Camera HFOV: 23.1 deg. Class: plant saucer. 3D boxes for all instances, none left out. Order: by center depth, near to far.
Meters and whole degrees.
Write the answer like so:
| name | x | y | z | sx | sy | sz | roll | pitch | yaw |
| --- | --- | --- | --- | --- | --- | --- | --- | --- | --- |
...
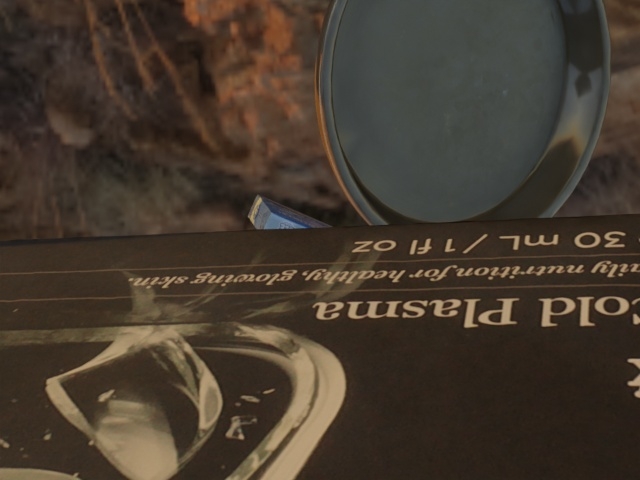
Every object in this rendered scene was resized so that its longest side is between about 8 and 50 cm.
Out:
| name | x | y | z | sx | sy | sz | roll | pitch | yaw |
| --- | --- | --- | --- | --- | --- | --- | --- | --- | --- |
| plant saucer | 0.105 | -0.123 | 1.164 | 0.278 | 0.278 | 0.041 | 29 | 171 | -34 |

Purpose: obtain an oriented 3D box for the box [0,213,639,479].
| name | x | y | z | sx | sy | sz | roll | pitch | yaw |
| --- | --- | --- | --- | --- | --- | --- | --- | --- | --- |
| box | -0.052 | 0.230 | 0.674 | 0.480 | 0.471 | 0.297 | -3 | 122 | 12 |

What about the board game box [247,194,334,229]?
| name | x | y | z | sx | sy | sz | roll | pitch | yaw |
| --- | --- | --- | --- | --- | --- | --- | --- | --- | --- |
| board game box | 0.000 | 0.000 | 1.033 | 0.090 | 0.090 | 0.020 | 23 | 96 | -11 |
